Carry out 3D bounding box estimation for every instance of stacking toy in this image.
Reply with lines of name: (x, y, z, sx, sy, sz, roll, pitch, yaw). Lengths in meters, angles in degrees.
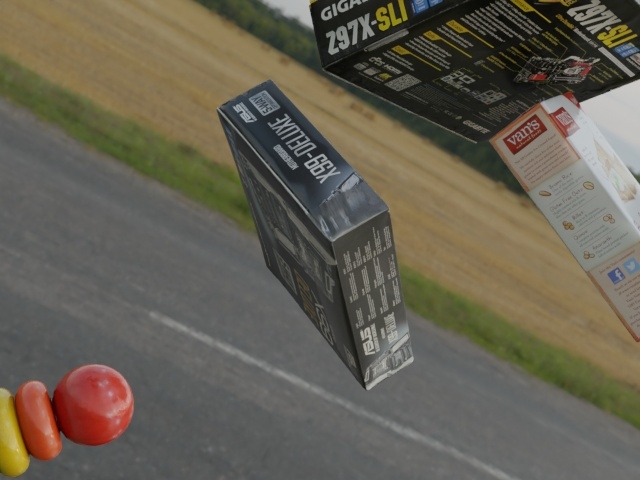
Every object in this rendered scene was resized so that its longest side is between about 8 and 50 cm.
stacking toy: (-0.364, 0.211, 1.150, 0.331, 0.141, 0.141, -15, 24, -14)

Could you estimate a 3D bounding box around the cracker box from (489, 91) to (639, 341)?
cracker box: (0.271, -0.031, 1.035, 0.232, 0.067, 0.156, 54, 25, 4)

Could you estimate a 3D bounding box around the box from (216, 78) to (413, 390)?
box: (0.000, 0.000, 1.244, 0.242, 0.077, 0.307, 50, -15, 35)

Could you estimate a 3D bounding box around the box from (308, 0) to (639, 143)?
box: (0.184, -0.201, 1.036, 0.322, 0.257, 0.079, 13, 60, -54)
